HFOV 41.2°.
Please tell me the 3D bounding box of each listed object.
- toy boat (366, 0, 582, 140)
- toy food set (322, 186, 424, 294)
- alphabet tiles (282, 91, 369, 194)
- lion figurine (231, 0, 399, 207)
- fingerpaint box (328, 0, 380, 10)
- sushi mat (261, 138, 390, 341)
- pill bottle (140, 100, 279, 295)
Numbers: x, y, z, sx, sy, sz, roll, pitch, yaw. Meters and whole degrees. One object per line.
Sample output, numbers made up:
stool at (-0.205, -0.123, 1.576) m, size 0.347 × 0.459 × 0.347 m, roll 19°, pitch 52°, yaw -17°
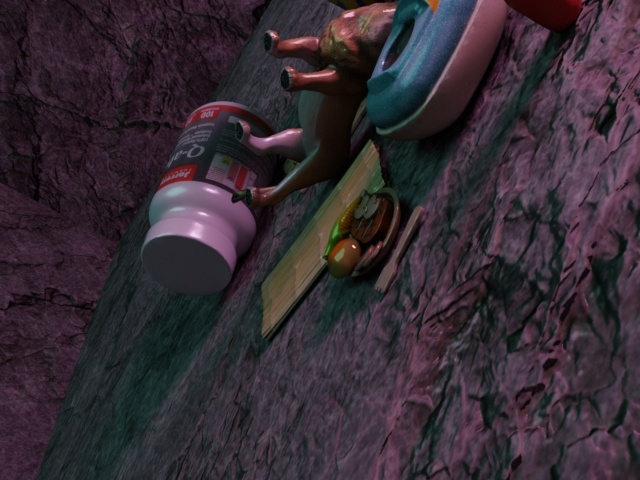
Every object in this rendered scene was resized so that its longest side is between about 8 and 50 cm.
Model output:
toy boat at (0.160, -0.265, 1.018) m, size 0.318 × 0.148 × 0.267 m, roll -18°, pitch 45°, yaw 65°
toy food set at (0.052, -0.010, 1.067) m, size 0.132 × 0.038 × 0.192 m, roll -64°, pitch 22°, yaw -1°
alphabet tiles at (0.022, -0.231, 1.575) m, size 0.285 × 0.011 × 0.342 m, roll -57°, pitch 18°, yaw 8°
lion figurine at (0.012, -0.200, 1.305) m, size 0.142 × 0.240 × 0.392 m, roll 62°, pitch 142°, yaw 29°
fingerpaint box at (0.071, -0.648, 1.508) m, size 0.371 × 0.163 × 0.445 m, roll -59°, pitch -17°, yaw 4°
sushi mat at (0.000, 0.000, 1.257) m, size 0.316 × 0.019 × 0.151 m, roll -52°, pitch 20°, yaw 24°
pill bottle at (-0.212, -0.085, 1.662) m, size 0.210 × 0.210 × 0.363 m, roll -43°, pitch 24°, yaw 43°
